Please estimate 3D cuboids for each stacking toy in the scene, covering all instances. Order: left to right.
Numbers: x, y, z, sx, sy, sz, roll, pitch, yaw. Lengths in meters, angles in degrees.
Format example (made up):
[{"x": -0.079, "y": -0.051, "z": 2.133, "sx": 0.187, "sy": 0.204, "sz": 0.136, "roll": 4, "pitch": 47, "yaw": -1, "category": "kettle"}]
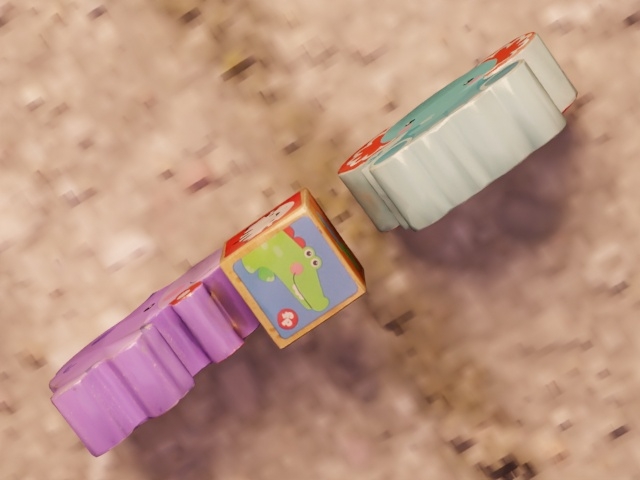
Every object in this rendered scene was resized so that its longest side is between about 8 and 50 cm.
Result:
[{"x": 0.000, "y": 0.000, "z": 0.413, "sx": 0.221, "sy": 0.052, "sz": 0.167, "roll": -33, "pitch": 99, "yaw": 6, "category": "stacking toy"}]
